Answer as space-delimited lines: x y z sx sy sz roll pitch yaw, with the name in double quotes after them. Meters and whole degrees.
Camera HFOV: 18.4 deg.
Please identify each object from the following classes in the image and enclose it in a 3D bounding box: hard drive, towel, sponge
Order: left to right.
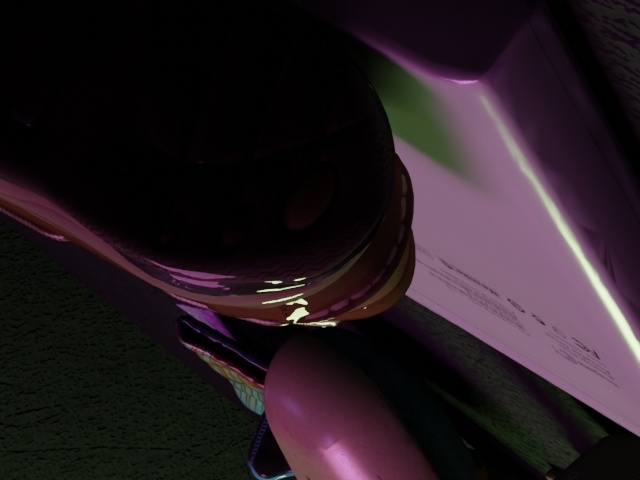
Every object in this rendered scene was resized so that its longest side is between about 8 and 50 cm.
-0.070 0.092 1.969 0.117 0.031 0.210 39 171 -14 "sponge"
0.003 0.179 1.945 0.271 0.040 0.370 28 173 14 "towel"
0.045 -0.034 0.815 0.233 0.047 0.353 32 170 34 "hard drive"

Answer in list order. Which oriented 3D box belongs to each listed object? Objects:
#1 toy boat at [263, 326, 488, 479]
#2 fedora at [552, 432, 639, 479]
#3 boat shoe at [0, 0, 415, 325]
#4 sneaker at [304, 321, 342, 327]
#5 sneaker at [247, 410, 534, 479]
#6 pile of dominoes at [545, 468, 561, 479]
0.100 0.191 1.471 0.318 0.148 0.267 30 153 54 "toy boat"
0.191 0.197 1.175 0.244 0.124 0.275 38 164 -19 "fedora"
-0.098 -0.055 0.733 0.324 0.122 0.120 34 174 29 "boat shoe"
-0.030 -0.018 1.116 0.161 0.057 0.075 50 152 -7 "sneaker"
0.096 0.231 1.679 0.341 0.140 0.125 35 169 8 "sneaker"
0.273 0.261 1.461 0.196 0.040 0.251 41 171 -22 "pile of dominoes"
